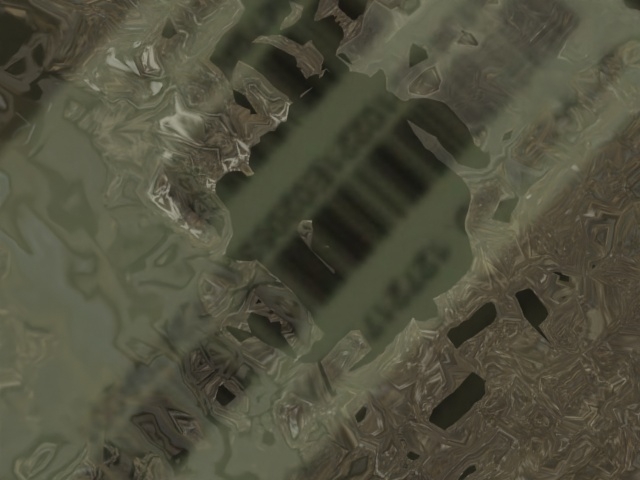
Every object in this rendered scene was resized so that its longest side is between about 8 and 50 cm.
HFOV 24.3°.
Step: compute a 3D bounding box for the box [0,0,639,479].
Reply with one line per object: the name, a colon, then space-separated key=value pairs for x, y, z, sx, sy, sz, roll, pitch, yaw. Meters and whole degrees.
box: x=0.000 y=0.000 z=0.375 sx=0.373 sy=0.090 sz=0.367 roll=40 pitch=-86 yaw=0
